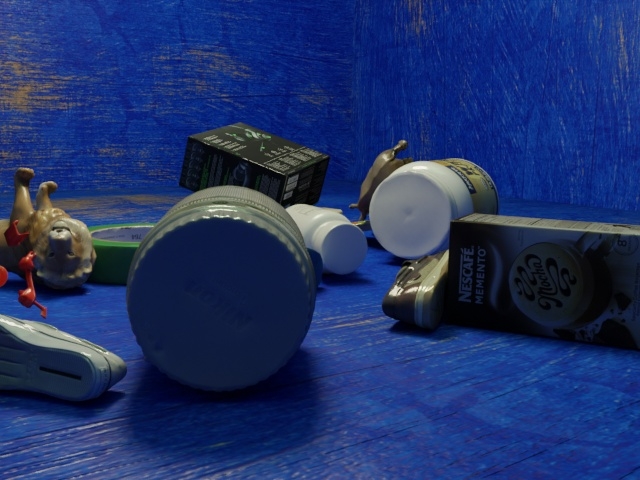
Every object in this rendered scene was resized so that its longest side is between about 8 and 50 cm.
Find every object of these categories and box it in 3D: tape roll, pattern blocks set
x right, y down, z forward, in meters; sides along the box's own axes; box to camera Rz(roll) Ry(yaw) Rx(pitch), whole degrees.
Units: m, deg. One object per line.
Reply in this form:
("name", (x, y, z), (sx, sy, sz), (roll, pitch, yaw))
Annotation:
("tape roll", (-0.358, 0.021, 1.557), (0.322, 0.077, 0.321), (1, 9, 0))
("pattern blocks set", (0.104, -0.037, 1.968), (0.286, 0.026, 0.325), (-7, 2, -10))

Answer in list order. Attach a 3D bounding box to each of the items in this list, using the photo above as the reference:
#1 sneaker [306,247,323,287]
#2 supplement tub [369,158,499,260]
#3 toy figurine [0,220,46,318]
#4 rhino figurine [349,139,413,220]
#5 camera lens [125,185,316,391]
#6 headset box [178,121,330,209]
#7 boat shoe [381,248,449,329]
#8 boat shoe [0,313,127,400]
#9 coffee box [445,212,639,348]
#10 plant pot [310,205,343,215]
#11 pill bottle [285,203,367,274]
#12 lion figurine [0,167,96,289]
("sneaker", (-0.090, 0.054, 1.356), (0.229, 0.087, 0.092), (-5, 8, -43))
("supplement tub", (0.266, -0.073, 1.756), (0.228, 0.228, 0.316), (6, 10, 28))
("toy figurine", (-0.586, 0.098, 1.017), (0.363, 0.191, 0.217), (-19, -10, -45))
("rhino figurine", (0.140, -0.132, 1.846), (0.073, 0.243, 0.106), (43, 44, 14))
("camera lens", (-0.119, 0.048, 0.947), (0.220, 0.219, 0.274), (0, 9, -5))
("headset box", (-0.161, -0.169, 1.794), (0.283, 0.131, 0.246), (23, 24, 16))
("boat shoe", (0.168, 0.070, 1.247), (0.092, 0.102, 0.285), (9, 16, 16))
("boat shoe", (-0.330, 0.137, 0.870), (0.226, 0.083, 0.076), (16, 2, 18))
("coffee box", (0.352, 0.054, 1.152), (0.297, 0.168, 0.119), (5, 9, 26))
("plant pot", (-0.015, -0.012, 1.752), (0.109, 0.109, 0.096), (10, 23, 43))
("pill bottle", (0.000, 0.000, 1.560), (0.131, 0.131, 0.229), (-3, 10, -24))
("lion figurine", (-0.603, 0.007, 1.390), (0.392, 0.240, 0.142), (-13, -21, 8))
